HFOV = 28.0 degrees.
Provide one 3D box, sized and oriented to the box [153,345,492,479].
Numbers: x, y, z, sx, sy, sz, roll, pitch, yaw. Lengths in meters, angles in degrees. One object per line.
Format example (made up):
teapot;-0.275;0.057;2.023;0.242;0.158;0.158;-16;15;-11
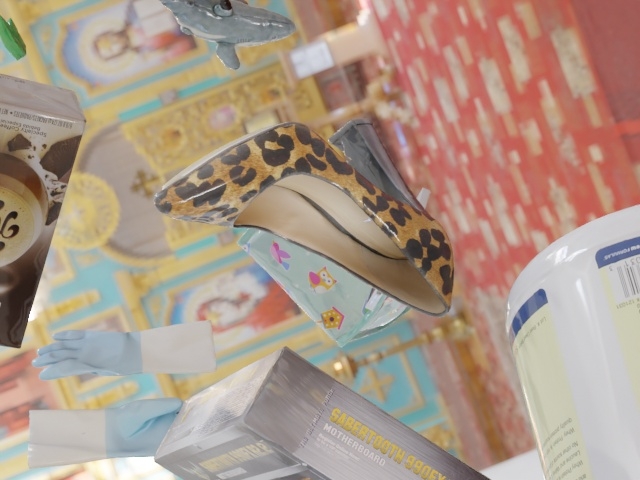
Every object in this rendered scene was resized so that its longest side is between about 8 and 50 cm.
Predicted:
box;0.002;0.159;0.855;0.183;0.056;0.231;34;156;-9

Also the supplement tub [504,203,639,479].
supplement tub;0.277;0.158;0.926;0.235;0.235;0.325;72;-173;-59

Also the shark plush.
shark plush;-0.102;-0.229;1.237;0.161;0.073;0.067;29;161;-38

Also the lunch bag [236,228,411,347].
lunch bag;0.046;0.015;1.823;0.223;0.160;0.262;46;-158;13

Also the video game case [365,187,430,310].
video game case;0.082;0.010;1.374;0.122;0.011;0.087;118;174;-51

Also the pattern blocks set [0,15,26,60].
pattern blocks set;-0.484;-0.307;1.554;0.325;0.026;0.285;19;-138;-61

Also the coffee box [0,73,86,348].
coffee box;-0.396;-0.039;1.489;0.297;0.168;0.119;-70;25;20

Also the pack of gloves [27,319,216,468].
pack of gloves;-0.241;0.174;1.568;0.046;0.232;0.195;94;170;-51

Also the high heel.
high heel;0.000;0.000;1.034;0.093;0.261;0.186;-41;73;44
